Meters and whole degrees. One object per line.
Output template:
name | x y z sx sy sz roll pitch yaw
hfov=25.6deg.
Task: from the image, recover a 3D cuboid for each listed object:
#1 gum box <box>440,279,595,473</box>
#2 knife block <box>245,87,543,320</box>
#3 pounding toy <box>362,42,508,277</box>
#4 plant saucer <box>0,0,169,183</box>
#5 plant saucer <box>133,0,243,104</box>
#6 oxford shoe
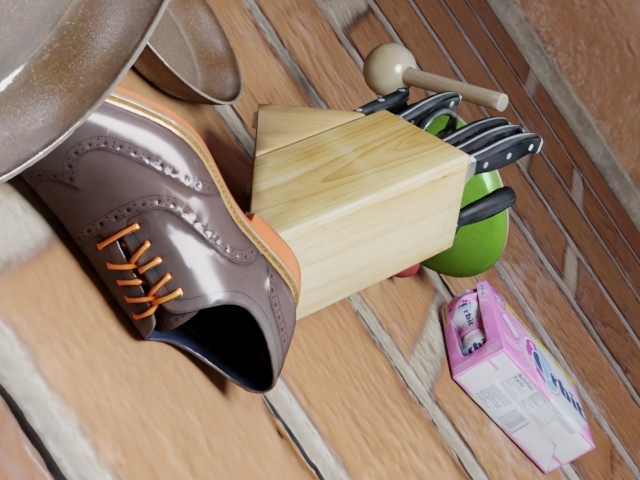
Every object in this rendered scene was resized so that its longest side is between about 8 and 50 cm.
gum box | 0.197 0.137 1.436 0.188 0.062 0.107 46 21 -31
knife block | 0.062 -0.031 1.102 0.275 0.242 0.088 -90 -174 -59
pounding toy | 0.083 -0.054 1.366 0.183 0.110 0.236 35 -40 42
plant saucer | -0.176 -0.160 0.677 0.050 0.310 0.310 31 5 28
plant saucer | -0.138 -0.186 1.153 0.198 0.036 0.198 48 21 -26
oxford shoe | -0.100 -0.003 0.866 0.271 0.097 0.098 41 33 -36
